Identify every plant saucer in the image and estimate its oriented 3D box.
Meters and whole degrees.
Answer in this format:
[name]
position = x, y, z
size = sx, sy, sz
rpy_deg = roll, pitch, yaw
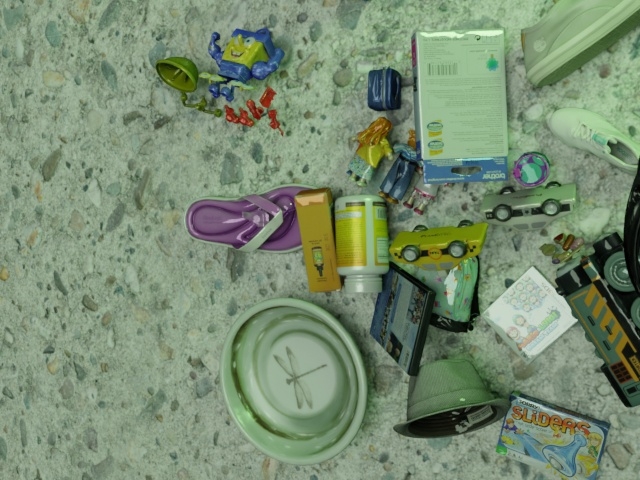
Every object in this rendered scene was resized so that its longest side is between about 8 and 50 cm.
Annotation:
[plant saucer]
position = -0.055, 0.329, 1.694
size = 0.400, 0.100, 0.400
rpy_deg = 3, 96, 27

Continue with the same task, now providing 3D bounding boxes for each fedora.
[fedora]
position = 0.262, 0.321, 1.461
size = 0.244, 0.275, 0.124
rpy_deg = -23, 60, 21

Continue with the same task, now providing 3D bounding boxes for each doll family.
[doll family]
position = 0.160, -0.175, 1.534
size = 0.263, 0.118, 0.163
rpy_deg = 32, 107, 22

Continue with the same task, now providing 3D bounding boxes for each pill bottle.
[pill bottle]
position = 0.093, 0.010, 1.573
size = 0.117, 0.117, 0.215
rpy_deg = -4, 85, 28

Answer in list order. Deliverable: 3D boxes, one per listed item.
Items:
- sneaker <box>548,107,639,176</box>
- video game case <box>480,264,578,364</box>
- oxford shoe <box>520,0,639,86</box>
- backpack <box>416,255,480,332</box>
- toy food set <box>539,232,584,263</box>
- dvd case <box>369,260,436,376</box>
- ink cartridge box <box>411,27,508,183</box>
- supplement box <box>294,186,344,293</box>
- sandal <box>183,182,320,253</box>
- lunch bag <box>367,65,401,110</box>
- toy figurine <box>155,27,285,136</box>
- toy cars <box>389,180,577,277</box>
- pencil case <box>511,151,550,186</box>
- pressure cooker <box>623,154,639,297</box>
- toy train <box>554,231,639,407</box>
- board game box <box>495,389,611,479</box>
[sneaker]
position = 0.535, -0.196, 1.353
size = 0.212, 0.094, 0.080
rpy_deg = 34, 109, 22
[video game case]
position = 0.439, 0.156, 1.471
size = 0.143, 0.019, 0.157
rpy_deg = 48, 113, 16
[oxford shoe]
position = 0.556, -0.457, 1.288
size = 0.449, 0.169, 0.130
rpy_deg = -33, 77, 31
[backpack]
position = 0.269, 0.094, 1.502
size = 0.152, 0.115, 0.182
rpy_deg = 17, 98, 28
[toy food set]
position = 0.484, 0.016, 1.394
size = 0.078, 0.122, 0.019
rpy_deg = -40, 101, 11
[dvd case]
position = 0.171, 0.159, 1.510
size = 0.022, 0.253, 0.180
rpy_deg = 9, 100, -16
[ink cartridge box]
position = 0.286, -0.272, 1.448
size = 0.186, 0.065, 0.311
rpy_deg = -3, 91, -6
[supplement box]
position = 0.000, 0.000, 1.621
size = 0.078, 0.080, 0.233
rpy_deg = -6, 102, 11
[sandal]
position = -0.170, -0.043, 1.723
size = 0.416, 0.102, 0.169
rpy_deg = -6, 93, 26
[lunch bag]
position = 0.146, -0.337, 1.558
size = 0.065, 0.067, 0.098
rpy_deg = 3, 94, 27
[toy figurine]
position = -0.199, -0.425, 1.722
size = 0.362, 0.191, 0.217
rpy_deg = 20, 73, 32
[toy cars]
position = 0.332, -0.017, 1.404
size = 0.394, 0.176, 0.087
rpy_deg = -23, 113, -11
[pencil case]
position = 0.415, -0.143, 1.386
size = 0.070, 0.152, 0.064
rpy_deg = 2, 99, 17
[pressure cooker]
position = 0.682, -0.037, 1.083
size = 0.420, 0.375, 0.370
rpy_deg = -17, 80, 8
[toy train]
position = 0.588, 0.154, 1.333
size = 0.190, 0.142, 0.334
rpy_deg = -37, 77, 33
[board game box]
position = 0.479, 0.410, 1.460
size = 0.201, 0.035, 0.136
rpy_deg = 15, 101, 26
